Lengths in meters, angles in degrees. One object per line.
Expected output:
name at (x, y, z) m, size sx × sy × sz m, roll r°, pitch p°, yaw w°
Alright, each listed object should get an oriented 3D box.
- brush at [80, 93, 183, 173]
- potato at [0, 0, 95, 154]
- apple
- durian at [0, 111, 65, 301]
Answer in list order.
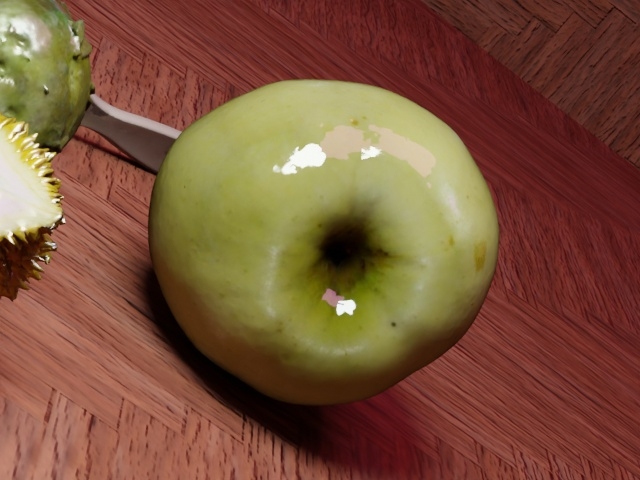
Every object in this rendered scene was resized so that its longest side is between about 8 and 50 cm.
brush at (-0.206, -0.099, 1.589) m, size 0.313 × 0.072 × 0.067 m, roll 27°, pitch 43°, yaw -46°
potato at (-0.270, -0.120, 1.321) m, size 0.298 × 0.176 × 0.141 m, roll 21°, pitch -12°, yaw 47°
apple at (0.000, 0.000, 1.444) m, size 0.262 × 0.262 × 0.262 m, roll 36°, pitch 17°, yaw -13°
durian at (-0.275, -0.037, 1.142) m, size 0.250 × 0.183 × 0.138 m, roll 41°, pitch -18°, yaw 10°
